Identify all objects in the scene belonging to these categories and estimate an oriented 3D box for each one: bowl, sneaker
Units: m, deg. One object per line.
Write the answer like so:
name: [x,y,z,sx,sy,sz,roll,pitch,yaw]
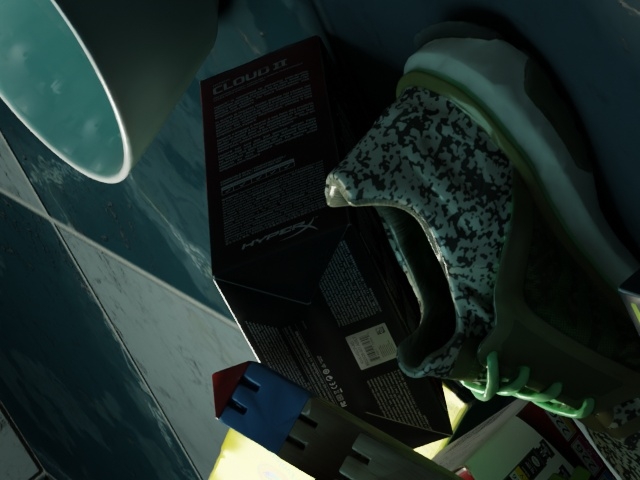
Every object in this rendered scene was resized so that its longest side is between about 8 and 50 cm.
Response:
bowl: [-0.201,-0.218,1.631,0.311,0.163,0.311,44,160,21]
sneaker: [0.132,0.059,1.348,0.410,0.182,0.158,57,160,-16]

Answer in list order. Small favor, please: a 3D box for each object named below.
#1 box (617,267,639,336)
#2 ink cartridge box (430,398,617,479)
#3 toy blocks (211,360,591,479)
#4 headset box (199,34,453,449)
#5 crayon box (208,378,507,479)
box: [0.326,0.138,1.241,0.216,0.060,0.270,19,143,58]
ink cartridge box: [0.177,0.301,1.469,0.130,0.272,0.309,-38,87,28]
toy blocks: [-0.025,0.259,1.303,0.261,0.381,0.191,29,180,10]
headset box: [0.000,0.000,1.490,0.293,0.110,0.218,-98,-15,-53]
crayon box: [0.029,0.170,1.746,0.202,0.081,0.318,44,133,21]
